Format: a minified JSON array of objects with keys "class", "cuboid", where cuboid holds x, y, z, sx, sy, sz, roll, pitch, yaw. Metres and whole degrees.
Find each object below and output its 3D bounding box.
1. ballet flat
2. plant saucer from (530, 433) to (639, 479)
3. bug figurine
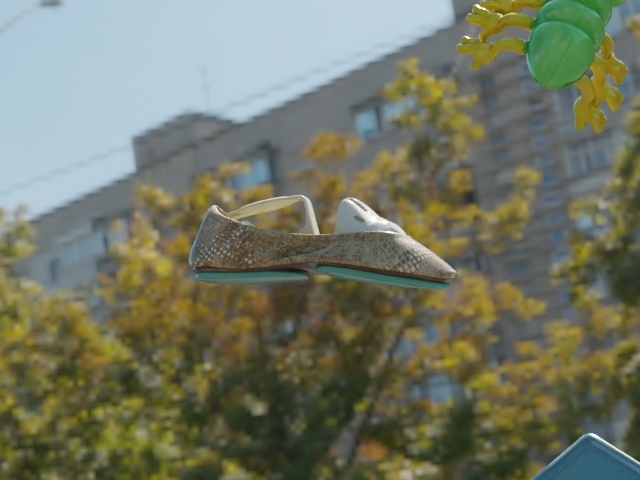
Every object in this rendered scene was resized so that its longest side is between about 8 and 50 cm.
[{"class":"ballet flat","cuboid":[0.000,0.000,1.230,0.206,0.067,0.073,2,-8,16]},{"class":"plant saucer","cuboid":[0.145,0.131,0.591,0.067,0.192,0.018,-35,-44,-25]},{"class":"bug figurine","cuboid":[0.205,-0.138,0.875,0.279,0.216,0.072,26,-23,-4]}]
